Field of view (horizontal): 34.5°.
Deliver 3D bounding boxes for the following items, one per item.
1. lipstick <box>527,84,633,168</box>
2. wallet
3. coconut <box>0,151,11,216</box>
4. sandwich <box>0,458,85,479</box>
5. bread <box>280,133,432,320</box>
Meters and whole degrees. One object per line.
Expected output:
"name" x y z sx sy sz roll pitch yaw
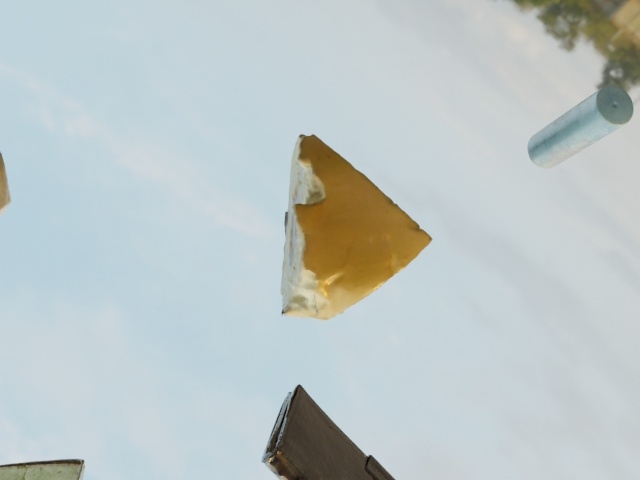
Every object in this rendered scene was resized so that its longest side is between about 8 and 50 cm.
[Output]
"lipstick" 0.291 -0.125 1.166 0.048 0.048 0.158 42 159 -3
"wallet" 0.059 0.310 1.136 0.317 0.044 0.169 47 -162 -9
"coconut" -0.557 -0.059 1.436 0.241 0.241 0.241 36 -157 -18
"sandwich" -0.434 0.364 1.451 0.187 0.144 0.117 12 -126 -1
"bread" -0.011 -0.004 1.420 0.224 0.211 0.183 46 172 -8
